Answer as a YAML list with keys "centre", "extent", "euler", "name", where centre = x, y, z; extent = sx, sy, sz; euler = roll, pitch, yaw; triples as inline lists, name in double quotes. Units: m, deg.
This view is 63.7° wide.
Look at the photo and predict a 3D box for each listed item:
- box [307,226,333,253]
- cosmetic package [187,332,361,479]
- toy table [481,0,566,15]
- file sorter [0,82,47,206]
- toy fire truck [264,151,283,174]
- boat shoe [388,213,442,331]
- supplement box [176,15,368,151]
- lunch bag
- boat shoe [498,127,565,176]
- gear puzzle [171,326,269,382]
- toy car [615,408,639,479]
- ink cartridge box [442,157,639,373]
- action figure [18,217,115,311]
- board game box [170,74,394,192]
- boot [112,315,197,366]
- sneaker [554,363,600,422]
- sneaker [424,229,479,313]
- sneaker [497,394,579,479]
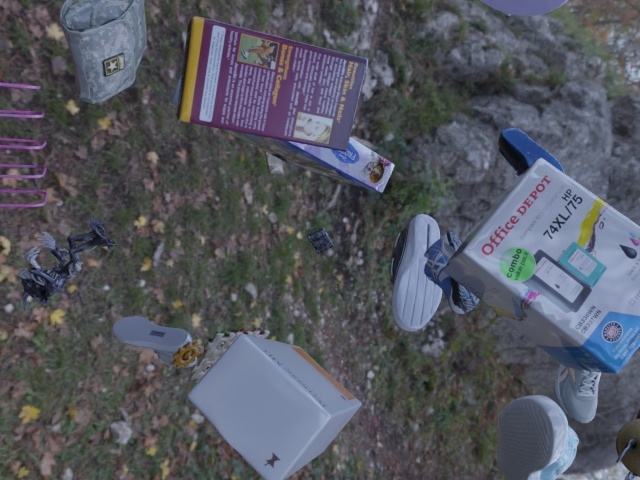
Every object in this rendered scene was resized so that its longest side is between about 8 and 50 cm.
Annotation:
- centre: [0.000, 0.000, 1.890]
  extent: [0.083, 0.067, 0.018]
  euler: [59, 15, -12]
  name: "box"
- centre: [-0.069, 0.346, 1.112]
  extent: [0.161, 0.230, 0.453]
  euler: [-50, 163, -4]
  name: "cosmetic package"
- centre: [0.468, -0.636, 1.195]
  extent: [0.161, 0.274, 0.252]
  euler: [-41, 168, -42]
  name: "toy table"
- centre: [-0.754, -0.232, 1.219]
  extent: [0.202, 0.183, 0.290]
  euler: [31, -60, 60]
  name: "file sorter"
- centre: [-0.086, -0.326, 1.489]
  extent: [0.158, 0.217, 0.246]
  euler: [-96, -170, -67]
  name: "toy fire truck"
- centre: [0.236, 0.091, 1.322]
  extent: [0.119, 0.121, 0.335]
  euler: [-46, -159, 53]
  name: "boat shoe"
- centre: [-0.056, -0.168, 0.570]
  extent: [0.081, 0.188, 0.104]
  euler: [-135, -126, -66]
  name: "supplement box"
- centre: [-0.566, -0.528, 1.352]
  extent: [0.235, 0.169, 0.286]
  euler: [115, -14, -57]
  name: "lunch bag"
- centre: [0.603, -0.216, 1.466]
  extent: [0.089, 0.109, 0.258]
  euler: [88, -15, -53]
  name: "boat shoe"
- centre: [-0.293, 0.317, 1.454]
  extent: [0.339, 0.044, 0.175]
  euler: [12, 112, -58]
  name: "gear puzzle"
- centre: [0.500, 0.309, 0.749]
  extent: [0.149, 0.189, 0.154]
  euler: [28, -48, 62]
  name: "toy car"
- centre: [0.375, 0.045, 0.829]
  extent: [0.198, 0.270, 0.197]
  euler: [-50, 169, -5]
  name: "ink cartridge box"
- centre: [-0.663, 0.048, 1.288]
  extent: [0.141, 0.276, 0.164]
  euler: [54, -6, -31]
  name: "action figure"
- centre: [-0.076, -0.203, 0.976]
  extent: [0.319, 0.318, 0.065]
  euler: [22, 93, -40]
  name: "board game box"
- centre: [-0.485, 0.308, 1.511]
  extent: [0.095, 0.259, 0.123]
  euler: [-58, 151, -45]
  name: "boot"
- centre: [0.647, 0.320, 1.268]
  extent: [0.121, 0.100, 0.262]
  euler: [80, 9, -85]
  name: "sneaker"
- centre: [0.257, 0.072, 1.025]
  extent: [0.080, 0.081, 0.211]
  euler: [42, 29, -22]
  name: "sneaker"
- centre: [0.466, 0.404, 1.073]
  extent: [0.135, 0.150, 0.365]
  euler: [56, -16, 38]
  name: "sneaker"
